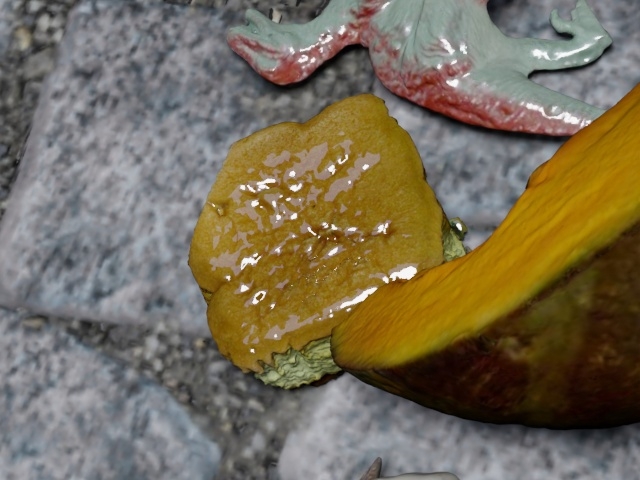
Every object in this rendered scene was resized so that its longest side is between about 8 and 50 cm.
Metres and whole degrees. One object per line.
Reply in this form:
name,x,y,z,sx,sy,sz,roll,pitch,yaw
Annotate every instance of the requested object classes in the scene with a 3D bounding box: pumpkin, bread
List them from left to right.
bread,0.000,0.000,0.751,0.140,0.069,0.128,-28,65,5
pumpkin,0.165,0.018,0.619,0.312,0.148,0.169,-41,106,19

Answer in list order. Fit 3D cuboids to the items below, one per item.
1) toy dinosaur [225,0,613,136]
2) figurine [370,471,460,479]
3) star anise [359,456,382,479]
toy dinosaur,0.078,-0.093,0.769,0.167,0.053,0.242,-43,65,0
figurine,0.128,0.217,0.594,0.308,0.143,0.308,0,94,-3
star anise,0.000,0.182,0.688,0.129,0.056,0.124,-27,69,-11
